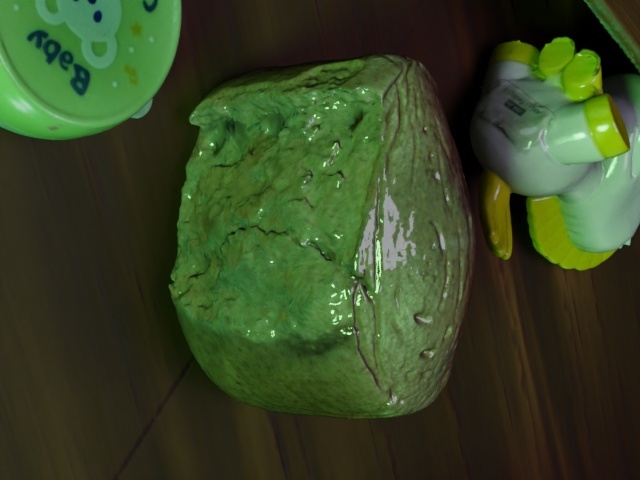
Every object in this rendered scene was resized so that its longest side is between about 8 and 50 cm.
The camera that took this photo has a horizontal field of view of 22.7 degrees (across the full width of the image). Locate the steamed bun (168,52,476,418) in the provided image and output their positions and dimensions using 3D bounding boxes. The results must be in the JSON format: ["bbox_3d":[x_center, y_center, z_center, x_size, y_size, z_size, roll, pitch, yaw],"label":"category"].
[{"bbox_3d":[0.000,0.000,0.762,0.106,0.144,0.175,-4,95,-42],"label":"steamed bun"}]

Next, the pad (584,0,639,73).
[{"bbox_3d":[0.200,-0.220,0.952,0.286,0.018,0.284,43,48,-39],"label":"pad"}]

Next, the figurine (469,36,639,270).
[{"bbox_3d":[0.155,-0.046,0.953,0.178,0.109,0.130,13,104,-51],"label":"figurine"}]

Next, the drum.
[{"bbox_3d":[-0.100,-0.167,0.708,0.130,0.049,0.253,26,73,-44],"label":"drum"}]
